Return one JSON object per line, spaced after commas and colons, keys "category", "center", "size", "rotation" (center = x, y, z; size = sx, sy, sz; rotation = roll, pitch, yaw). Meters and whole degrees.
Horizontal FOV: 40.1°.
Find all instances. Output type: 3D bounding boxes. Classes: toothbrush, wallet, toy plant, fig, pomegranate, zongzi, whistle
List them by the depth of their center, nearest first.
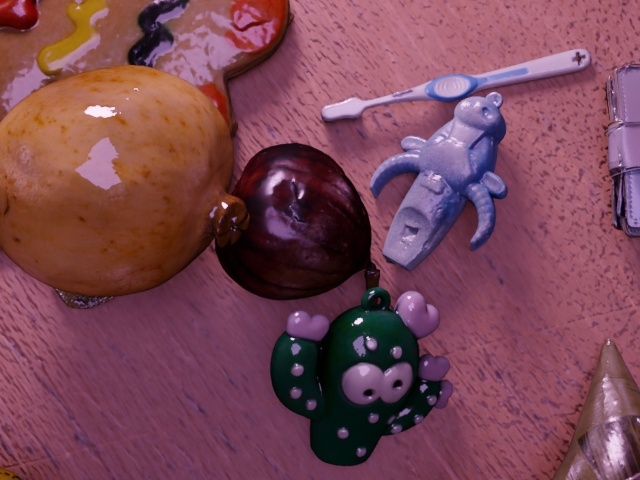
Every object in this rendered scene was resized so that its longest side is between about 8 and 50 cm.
{"category": "pomegranate", "center": [-0.246, -0.070, 1.024], "size": [0.307, 0.307, 0.307], "rotation": [0, 86, -1]}
{"category": "toy plant", "center": [0.055, 0.169, 1.120], "size": [0.233, 0.112, 0.243], "rotation": [-21, 118, -13]}
{"category": "fig", "center": [-0.001, -0.007, 1.123], "size": [0.249, 0.186, 0.203], "rotation": [22, 68, -7]}
{"category": "zongzi", "center": [0.323, 0.320, 1.149], "size": [0.289, 0.154, 0.317], "rotation": [-26, 54, 12]}
{"category": "whistle", "center": [0.168, -0.082, 1.170], "size": [0.180, 0.093, 0.269], "rotation": [29, 86, 25]}
{"category": "wallet", "center": [0.467, -0.121, 1.190], "size": [0.170, 0.069, 0.231], "rotation": [-1, 80, -5]}
{"category": "toothbrush", "center": [0.188, -0.213, 1.205], "size": [0.386, 0.040, 0.040], "rotation": [-13, 86, -2]}

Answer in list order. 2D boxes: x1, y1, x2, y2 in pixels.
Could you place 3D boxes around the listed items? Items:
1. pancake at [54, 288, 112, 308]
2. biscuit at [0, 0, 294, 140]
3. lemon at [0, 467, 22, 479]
{"category": "pancake", "center": [-0.320, 0.042, 1.191], "size": [0.108, 0.017, 0.108], "rotation": [0, 83, 0]}
{"category": "biscuit", "center": [-0.274, -0.269, 1.186], "size": [0.394, 0.076, 0.368], "rotation": [26, 85, 1]}
{"category": "lemon", "center": [-0.430, 0.388, 1.076], "size": [0.204, 0.204, 0.260], "rotation": [-21, 74, -2]}
